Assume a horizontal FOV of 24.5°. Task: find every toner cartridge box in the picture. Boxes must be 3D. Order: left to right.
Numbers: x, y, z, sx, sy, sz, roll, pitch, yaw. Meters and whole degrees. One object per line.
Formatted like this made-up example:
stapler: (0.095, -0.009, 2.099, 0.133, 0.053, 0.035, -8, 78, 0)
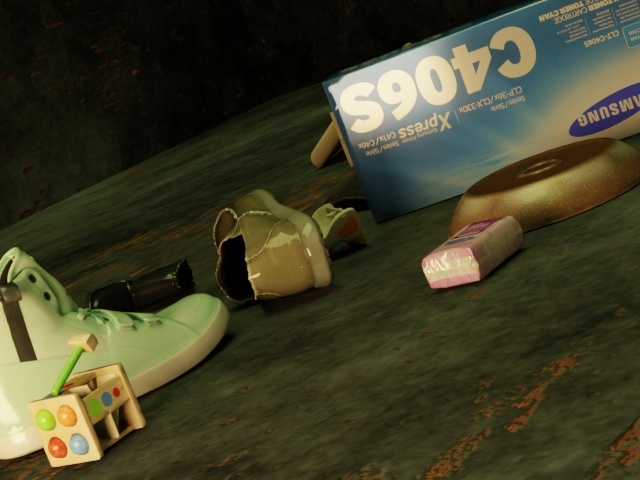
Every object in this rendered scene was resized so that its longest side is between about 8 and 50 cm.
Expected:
toner cartridge box: (0.193, -0.154, 1.551, 0.348, 0.165, 0.075, -20, 10, 15)

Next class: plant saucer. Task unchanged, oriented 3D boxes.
plant saucer: (0.204, -0.052, 1.342, 0.198, 0.036, 0.198, -20, 9, 3)

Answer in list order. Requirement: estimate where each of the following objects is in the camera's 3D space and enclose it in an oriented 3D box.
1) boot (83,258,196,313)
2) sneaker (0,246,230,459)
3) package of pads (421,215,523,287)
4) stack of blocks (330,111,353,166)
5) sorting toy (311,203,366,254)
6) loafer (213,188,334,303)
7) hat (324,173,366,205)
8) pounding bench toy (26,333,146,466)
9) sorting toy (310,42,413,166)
boot: (-0.192, 0.058, 1.587, 0.099, 0.045, 0.121, -17, 9, 13)
sneaker: (-0.188, 0.060, 1.231, 0.094, 0.151, 0.256, -14, 11, 46)
package of pads: (0.123, 0.009, 1.186, 0.050, 0.032, 0.083, -11, 14, 38)
stack of blocks: (0.167, -0.207, 2.139, 0.171, 0.087, 0.297, -15, 12, 36)
sorting toy: (0.000, 0.000, 1.498, 0.075, 0.045, 0.083, -31, 11, -11)
loafer: (-0.067, 0.008, 1.428, 0.087, 0.094, 0.251, -20, 9, -16)
hat: (0.138, -0.156, 1.785, 0.331, 0.134, 0.331, -21, 8, 3)
pounding bench toy: (-0.181, 0.117, 1.095, 0.052, 0.083, 0.065, -15, 11, 35)
sorting toy: (0.064, -0.215, 2.278, 0.193, 0.038, 0.208, -56, -7, 24)
